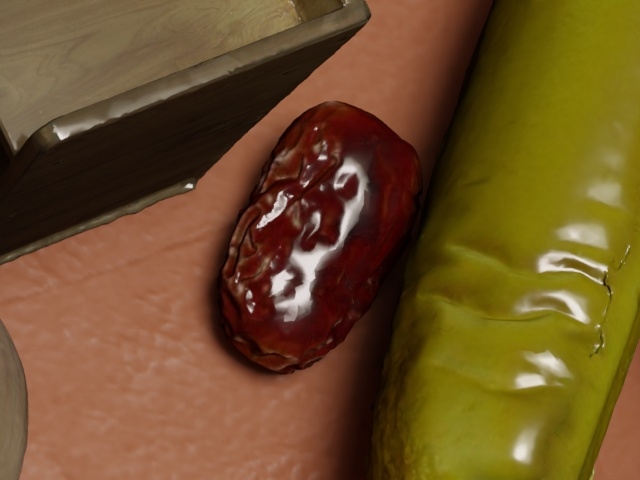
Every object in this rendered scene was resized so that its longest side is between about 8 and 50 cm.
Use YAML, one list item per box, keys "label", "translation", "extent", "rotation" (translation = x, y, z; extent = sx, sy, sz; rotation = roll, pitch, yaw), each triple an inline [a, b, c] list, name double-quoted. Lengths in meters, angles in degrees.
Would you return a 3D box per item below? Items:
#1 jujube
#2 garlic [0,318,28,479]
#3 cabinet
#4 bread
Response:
- label: "jujube"
  translation: [0.000, 0.000, 0.880]
  extent: [0.077, 0.077, 0.129]
  rotation: [29, 70, -12]
- label: "garlic"
  translation: [-0.191, 0.098, 0.773]
  extent: [0.128, 0.090, 0.198]
  rotation: [20, 73, 0]
- label: "cabinet"
  translation: [-0.116, -0.103, 0.785]
  extent: [0.148, 0.215, 0.175]
  rotation: [-24, 85, -26]
- label: "bread"
  translation: [0.106, -0.020, 0.888]
  extent: [0.112, 0.166, 0.383]
  rotation: [16, 67, 11]
